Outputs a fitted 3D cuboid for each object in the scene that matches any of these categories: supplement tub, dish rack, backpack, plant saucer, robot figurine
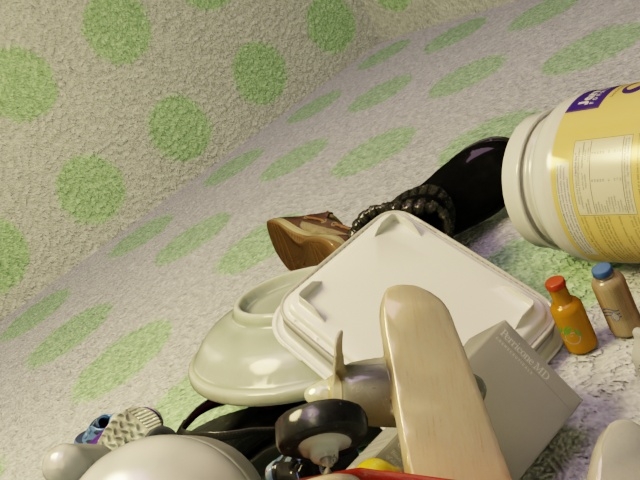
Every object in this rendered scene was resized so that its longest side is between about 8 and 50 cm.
[{"bbox_3d":[0.433,-0.088,0.930,0.241,0.241,0.331,-42,24,-28],"label":"supplement tub"},{"bbox_3d":[0.123,0.095,0.948,0.285,0.072,0.333,-39,55,-23],"label":"dish rack"},{"bbox_3d":[-0.005,0.288,0.854,0.084,0.105,0.114,-15,3,42],"label":"backpack"},{"bbox_3d":[-0.025,0.120,1.130,0.400,0.101,0.400,-15,14,4],"label":"plant saucer"},{"bbox_3d":[-0.155,0.308,0.754,0.200,0.299,0.353,-60,-6,-14],"label":"robot figurine"}]

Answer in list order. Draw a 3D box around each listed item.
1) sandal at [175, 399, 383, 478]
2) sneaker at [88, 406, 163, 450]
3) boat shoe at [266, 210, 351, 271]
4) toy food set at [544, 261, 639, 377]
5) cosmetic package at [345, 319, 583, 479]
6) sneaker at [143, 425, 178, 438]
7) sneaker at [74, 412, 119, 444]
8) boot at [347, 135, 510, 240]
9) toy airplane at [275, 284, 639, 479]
[{"bbox_3d":[-0.093,0.262,1.034,0.445,0.107,0.167,-25,21,16],"label":"sandal"},{"bbox_3d":[-0.343,0.370,1.083,0.293,0.102,0.146,-45,2,-9],"label":"sneaker"},{"bbox_3d":[0.000,0.000,1.516,0.123,0.123,0.342,-25,17,-24],"label":"boat shoe"},{"bbox_3d":[0.375,0.084,0.808,0.111,0.105,0.232,-38,22,-18],"label":"toy food set"},{"bbox_3d":[0.150,0.211,0.761,0.238,0.127,0.107,-43,-7,-21],"label":"cosmetic package"},{"bbox_3d":[-0.237,0.360,0.966,0.082,0.069,0.209,-36,45,47],"label":"sneaker"},{"bbox_3d":[-0.409,0.352,1.326,0.144,0.059,0.053,-21,25,26],"label":"sneaker"},{"bbox_3d":[0.211,-0.062,1.215,0.348,0.131,0.260,-38,-7,7],"label":"boot"},{"bbox_3d":[0.098,0.255,0.552,0.386,0.384,0.272,-39,-10,-45],"label":"toy airplane"}]
